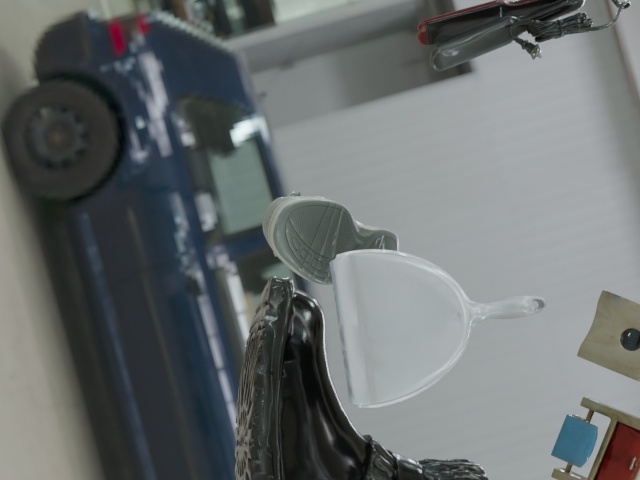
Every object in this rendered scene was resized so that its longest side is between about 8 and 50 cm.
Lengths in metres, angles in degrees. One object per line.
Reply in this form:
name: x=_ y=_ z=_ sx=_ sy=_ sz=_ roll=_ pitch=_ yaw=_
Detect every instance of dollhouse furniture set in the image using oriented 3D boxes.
dollhouse furniture set: x=0.296 y=0.158 z=1.442 sx=0.129 sy=0.129 sz=0.183 roll=17 pitch=95 yaw=-67

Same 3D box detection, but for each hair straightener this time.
hair straightener: x=0.224 y=-0.219 z=1.673 sx=0.047 sy=0.230 sz=0.089 roll=87 pitch=-13 yaw=-53

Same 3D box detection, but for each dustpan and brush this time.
dustpan and brush: x=0.118 y=0.073 z=1.491 sx=0.060 sy=0.211 sz=0.147 roll=146 pitch=-64 yaw=-82

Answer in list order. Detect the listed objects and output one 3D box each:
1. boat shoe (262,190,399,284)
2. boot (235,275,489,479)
boat shoe: x=0.001 y=-0.002 z=2.277 sx=0.320 sy=0.103 sz=0.118 roll=13 pitch=95 yaw=-58
boot: x=0.047 y=0.214 z=1.618 sx=0.131 sy=0.260 sz=0.348 roll=147 pitch=-55 yaw=-75
